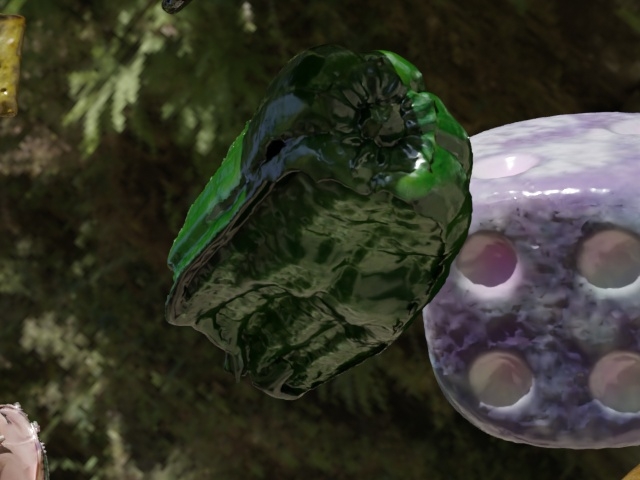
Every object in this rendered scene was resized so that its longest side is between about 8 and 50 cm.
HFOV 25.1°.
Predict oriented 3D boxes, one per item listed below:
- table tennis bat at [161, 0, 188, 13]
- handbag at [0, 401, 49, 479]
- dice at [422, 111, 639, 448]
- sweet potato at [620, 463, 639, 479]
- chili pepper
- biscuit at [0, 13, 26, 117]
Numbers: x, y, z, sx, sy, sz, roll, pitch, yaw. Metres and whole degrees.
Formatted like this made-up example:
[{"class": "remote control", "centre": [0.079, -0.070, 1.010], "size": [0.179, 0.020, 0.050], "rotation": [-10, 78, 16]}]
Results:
[{"class": "table tennis bat", "centre": [-0.055, -0.202, 0.970], "size": [0.150, 0.027, 0.236], "rotation": [-41, 9, 9]}, {"class": "handbag", "centre": [-0.381, 0.261, 1.465], "size": [0.116, 0.179, 0.205], "rotation": [11, -37, -44]}, {"class": "dice", "centre": [0.260, 0.031, 1.418], "size": [0.270, 0.271, 0.270], "rotation": [-46, -49, -61]}, {"class": "sweet potato", "centre": [0.209, 0.235, 1.041], "size": [0.341, 0.092, 0.114], "rotation": [-25, -28, -38]}, {"class": "chili pepper", "centre": [-0.003, -0.009, 1.179], "size": [0.385, 0.213, 0.167], "rotation": [120, 168, -52]}, {"class": "biscuit", "centre": [-0.269, -0.136, 1.096], "size": [0.018, 0.083, 0.081], "rotation": [140, 133, -78]}]
